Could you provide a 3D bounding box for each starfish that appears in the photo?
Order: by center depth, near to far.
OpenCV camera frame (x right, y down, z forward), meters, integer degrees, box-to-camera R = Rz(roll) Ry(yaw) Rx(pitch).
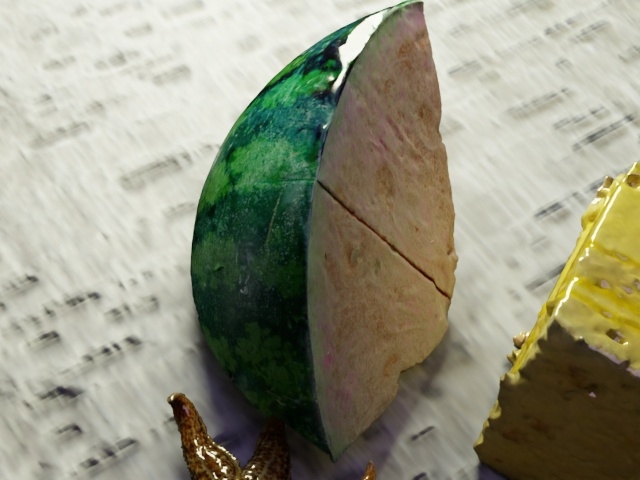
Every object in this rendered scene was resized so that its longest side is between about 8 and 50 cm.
[{"bbox_3d":[-0.063,0.217,1.193,0.213,0.057,0.238,5,52,0],"label":"starfish"}]

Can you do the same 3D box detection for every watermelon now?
[{"bbox_3d":[-0.026,-0.019,1.316,0.222,0.319,0.292,1,23,38],"label":"watermelon"}]

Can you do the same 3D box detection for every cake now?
[{"bbox_3d":[0.297,0.081,1.272,0.227,0.222,0.286,28,53,6],"label":"cake"}]
